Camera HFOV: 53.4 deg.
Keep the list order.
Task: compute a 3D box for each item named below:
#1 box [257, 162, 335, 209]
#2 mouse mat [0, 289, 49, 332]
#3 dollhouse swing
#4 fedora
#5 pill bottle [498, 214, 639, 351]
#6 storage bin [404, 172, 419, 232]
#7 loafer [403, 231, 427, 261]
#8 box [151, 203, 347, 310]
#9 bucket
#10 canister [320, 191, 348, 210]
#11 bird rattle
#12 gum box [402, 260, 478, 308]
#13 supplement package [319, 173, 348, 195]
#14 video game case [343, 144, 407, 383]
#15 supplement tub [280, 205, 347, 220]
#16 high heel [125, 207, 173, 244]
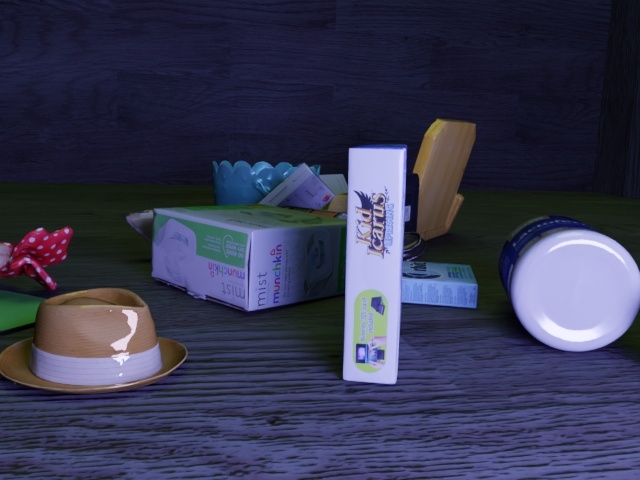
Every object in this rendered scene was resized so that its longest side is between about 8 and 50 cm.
[{"bbox_3d":[-0.069,-0.062,1.296,0.038,0.186,0.145,52,7,22],"label":"box"},{"bbox_3d":[-0.437,0.094,0.863,0.190,0.007,0.152,8,11,27],"label":"mouse mat"},{"bbox_3d":[0.198,-0.155,1.616,0.315,0.305,0.347,8,12,31],"label":"dollhouse swing"},{"bbox_3d":[-0.236,0.096,0.670,0.194,0.079,0.194,3,10,0],"label":"fedora"},{"bbox_3d":[0.331,0.045,0.887,0.153,0.153,0.265,4,9,9],"label":"pill bottle"},{"bbox_3d":[0.151,-0.057,1.376,0.084,0.180,0.122,9,11,30],"label":"storage bin"},{"bbox_3d":[0.101,0.002,1.264,0.220,0.078,0.080,-2,33,5],"label":"loafer"},{"bbox_3d":[-0.110,0.019,1.041,0.231,0.126,0.262,-4,12,-44],"label":"box"},{"bbox_3d":[-0.133,-0.099,1.562,0.281,0.183,0.281,2,10,0],"label":"bucket"},{"bbox_3d":[0.097,-0.096,1.862,0.126,0.073,0.170,-20,-7,35],"label":"canister"},{"bbox_3d":[-0.505,0.020,0.923,0.207,0.143,0.253,-12,-6,44],"label":"bird rattle"},{"bbox_3d":[0.159,0.067,1.050,0.184,0.041,0.157,4,10,8],"label":"gum box"},{"bbox_3d":[-0.003,-0.134,1.941,0.105,0.105,0.179,-28,-12,38],"label":"supplement package"},{"bbox_3d":[0.071,0.007,0.768,0.061,0.244,0.269,3,9,8],"label":"video game case"},{"bbox_3d":[0.000,0.000,1.194,0.190,0.117,0.117,10,12,36],"label":"supplement tub"},{"bbox_3d":[-0.269,-0.025,1.315,0.261,0.093,0.186,16,11,-18],"label":"high heel"}]
